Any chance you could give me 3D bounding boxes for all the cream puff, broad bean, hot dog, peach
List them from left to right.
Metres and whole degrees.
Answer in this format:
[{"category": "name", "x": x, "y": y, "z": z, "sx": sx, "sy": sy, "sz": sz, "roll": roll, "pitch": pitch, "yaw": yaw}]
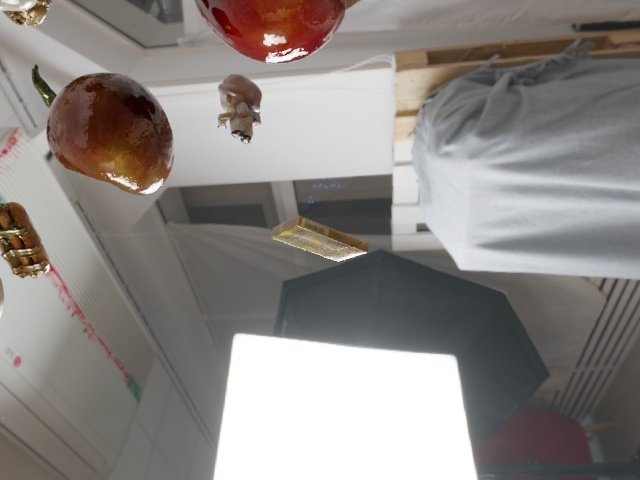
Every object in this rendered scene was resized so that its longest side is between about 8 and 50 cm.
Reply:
[{"category": "hot dog", "x": -0.847, "y": 0.003, "z": 1.387, "sx": 0.072, "sy": 0.109, "sz": 0.269, "roll": -114, "pitch": 17, "yaw": -50}, {"category": "cream puff", "x": -0.774, "y": -0.641, "z": 1.276, "sx": 0.115, "sy": 0.150, "sz": 0.165, "roll": -13, "pitch": -67, "yaw": -56}, {"category": "broad bean", "x": -0.920, "y": -0.493, "z": 1.670, "sx": 0.061, "sy": 0.046, "sz": 0.195, "roll": -82, "pitch": -16, "yaw": -46}, {"category": "peach", "x": -0.074, "y": -0.385, "z": 0.753, "sx": 0.199, "sy": 0.244, "sz": 0.243, "roll": 130, "pitch": 146, "yaw": -52}]

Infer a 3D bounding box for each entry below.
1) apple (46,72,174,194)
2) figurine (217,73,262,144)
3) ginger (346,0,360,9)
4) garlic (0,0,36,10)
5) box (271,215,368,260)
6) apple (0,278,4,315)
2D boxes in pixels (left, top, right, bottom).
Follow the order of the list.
[{"category": "apple", "x": -0.324, "y": -0.166, "z": 0.783, "sx": 0.160, "sy": 0.195, "sz": 0.173, "roll": -28, "pitch": 49, "yaw": 48}, {"category": "figurine", "x": -0.205, "y": -0.346, "z": 1.263, "sx": 0.137, "sy": 0.112, "sz": 0.228, "roll": 23, "pitch": -134, "yaw": -39}, {"category": "ginger", "x": 0.059, "y": -0.529, "z": 0.962, "sx": 0.107, "sy": 0.309, "sz": 0.133, "roll": 37, "pitch": -153, "yaw": -62}, {"category": "garlic", "x": -0.654, "y": -0.551, "z": 0.991, "sx": 0.226, "sy": 0.199, "sz": 0.199, "roll": 27, "pitch": 126, "yaw": 59}, {"category": "box", "x": 0.000, "y": 0.000, "z": 0.887, "sx": 0.089, "sy": 0.156, "sz": 0.022, "roll": -18, "pitch": 58, "yaw": 50}, {"category": "apple", "x": -0.910, "y": 0.130, "z": 1.027, "sx": 0.333, "sy": 0.401, "sz": 0.400, "roll": 62, "pitch": -170, "yaw": -10}]
